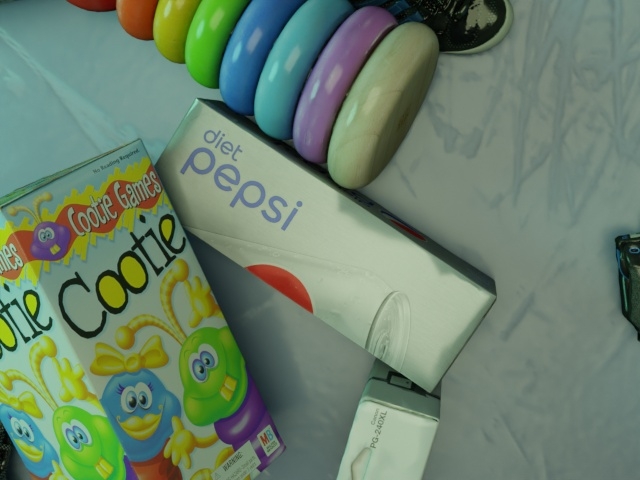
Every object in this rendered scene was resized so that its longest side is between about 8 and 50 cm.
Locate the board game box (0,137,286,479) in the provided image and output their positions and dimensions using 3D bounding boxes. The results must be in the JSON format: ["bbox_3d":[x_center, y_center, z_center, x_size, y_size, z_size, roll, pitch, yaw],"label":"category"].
[{"bbox_3d":[-0.169,0.085,0.806,0.144,0.142,0.275,-14,105,42],"label":"board game box"}]

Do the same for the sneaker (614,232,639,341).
[{"bbox_3d":[0.299,-0.014,0.815,0.121,0.079,0.217,13,97,6],"label":"sneaker"}]

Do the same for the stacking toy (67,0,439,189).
[{"bbox_3d":[-0.077,-0.173,0.833,0.330,0.141,0.141,29,98,11],"label":"stacking toy"}]

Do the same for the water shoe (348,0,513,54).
[{"bbox_3d":[0.056,-0.205,0.826,0.203,0.080,0.073,23,98,4],"label":"water shoe"}]

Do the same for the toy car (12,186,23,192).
[{"bbox_3d":[-0.290,-0.002,0.922,0.122,0.060,0.040,-24,137,25],"label":"toy car"}]

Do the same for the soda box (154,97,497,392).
[{"bbox_3d":[0.000,0.000,0.848,0.286,0.091,0.098,34,99,3],"label":"soda box"}]

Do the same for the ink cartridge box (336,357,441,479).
[{"bbox_3d":[0.053,0.165,0.827,0.063,0.150,0.109,16,98,5],"label":"ink cartridge box"}]

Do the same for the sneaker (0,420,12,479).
[{"bbox_3d":[-0.281,0.151,0.892,0.153,0.101,0.269,-18,91,11],"label":"sneaker"}]

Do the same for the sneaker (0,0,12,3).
[{"bbox_3d":[-0.376,-0.269,0.861,0.292,0.108,0.169,-2,98,9],"label":"sneaker"}]
